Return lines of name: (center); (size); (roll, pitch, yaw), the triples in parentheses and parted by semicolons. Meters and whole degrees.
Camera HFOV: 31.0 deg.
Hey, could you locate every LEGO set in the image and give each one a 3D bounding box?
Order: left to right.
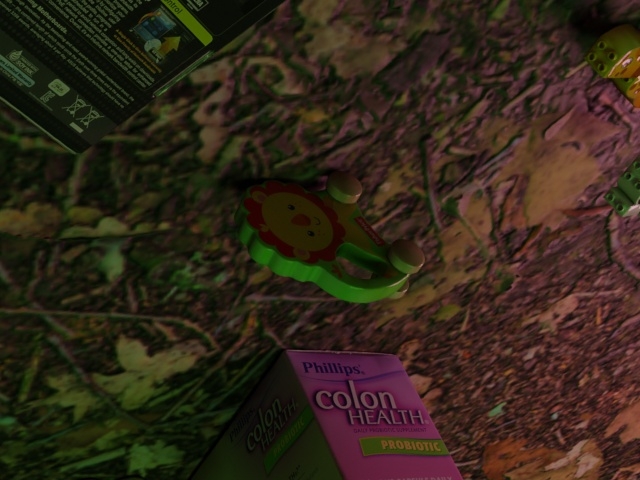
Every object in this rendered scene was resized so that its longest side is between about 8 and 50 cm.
LEGO set: (0.223, -0.116, 0.704); (0.093, 0.087, 0.227); (-9, 142, -47)

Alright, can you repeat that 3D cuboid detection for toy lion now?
toy lion: (0.000, 0.000, 0.700); (0.096, 0.100, 0.034); (-19, 149, -43)

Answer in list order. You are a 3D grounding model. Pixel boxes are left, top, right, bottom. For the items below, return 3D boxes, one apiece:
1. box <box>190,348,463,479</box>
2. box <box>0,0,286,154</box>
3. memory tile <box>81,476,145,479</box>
box: (0.011, 0.244, 0.873); (0.117, 0.243, 0.213); (6, 131, -37)
box: (-0.103, -0.174, 0.455); (0.216, 0.060, 0.270); (-36, 143, 10)
memory tile: (-0.211, 0.237, 0.920); (0.113, 0.012, 0.148); (6, 132, -37)
